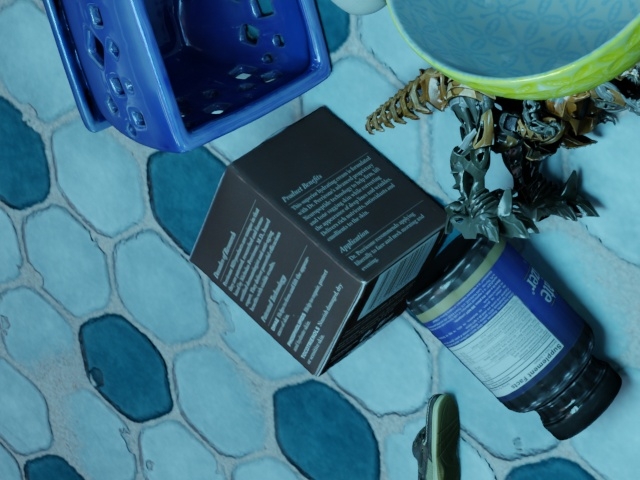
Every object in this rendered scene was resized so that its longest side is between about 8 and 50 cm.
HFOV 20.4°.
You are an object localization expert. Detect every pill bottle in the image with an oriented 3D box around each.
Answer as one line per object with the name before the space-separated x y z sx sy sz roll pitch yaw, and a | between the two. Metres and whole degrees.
pill bottle | 0.202 0.098 1.825 0.219 0.123 0.123 45 139 -7

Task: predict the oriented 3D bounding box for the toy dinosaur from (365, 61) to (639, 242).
toy dinosaur | 0.188 -0.120 1.733 0.322 0.164 0.218 7 106 61

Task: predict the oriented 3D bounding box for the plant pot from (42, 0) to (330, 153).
plant pot | -0.160 -0.241 1.890 0.212 0.236 0.236 7 120 47

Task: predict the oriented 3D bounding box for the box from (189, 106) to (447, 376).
box | 0.000 0.000 1.930 0.203 0.168 0.167 42 137 16

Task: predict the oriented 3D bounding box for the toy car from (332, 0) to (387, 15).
toy car | 0.033 -0.321 1.726 0.182 0.136 0.159 34 104 -16

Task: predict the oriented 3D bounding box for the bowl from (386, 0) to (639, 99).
bowl | 0.215 -0.236 1.566 0.289 0.289 0.156 16 167 36

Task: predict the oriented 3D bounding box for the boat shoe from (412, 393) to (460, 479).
boat shoe | 0.129 0.239 2.045 0.049 0.056 0.152 16 125 29
